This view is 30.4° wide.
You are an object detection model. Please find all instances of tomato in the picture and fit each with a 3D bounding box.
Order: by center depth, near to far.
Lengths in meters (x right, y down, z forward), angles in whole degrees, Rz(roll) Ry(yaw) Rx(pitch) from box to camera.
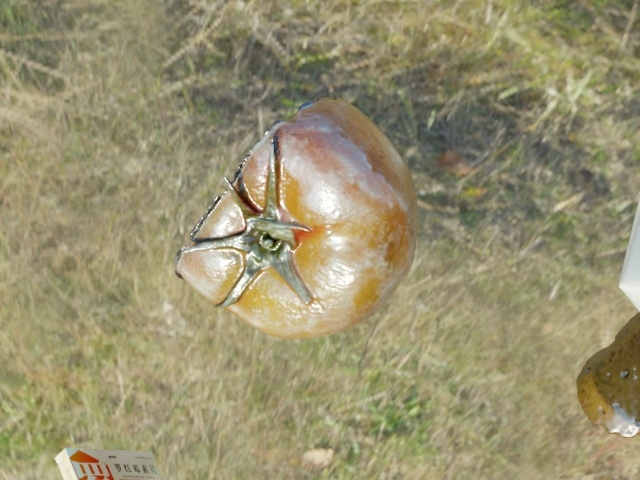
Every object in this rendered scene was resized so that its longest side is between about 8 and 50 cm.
[{"bbox_3d":[0.000,0.000,1.011,0.155,0.214,0.181,41,30,13],"label":"tomato"}]

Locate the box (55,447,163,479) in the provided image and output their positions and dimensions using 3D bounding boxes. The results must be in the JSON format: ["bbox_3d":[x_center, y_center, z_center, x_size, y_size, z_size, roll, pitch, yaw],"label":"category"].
[{"bbox_3d":[-0.155,0.187,0.899,0.015,0.093,0.058,-43,57,22],"label":"box"}]

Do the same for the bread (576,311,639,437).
[{"bbox_3d":[0.351,0.112,0.929,0.246,0.135,0.232,-27,61,-31],"label":"bread"}]

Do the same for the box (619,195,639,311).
[{"bbox_3d":[0.353,0.016,0.574,0.341,0.225,0.143,3,66,36],"label":"box"}]
